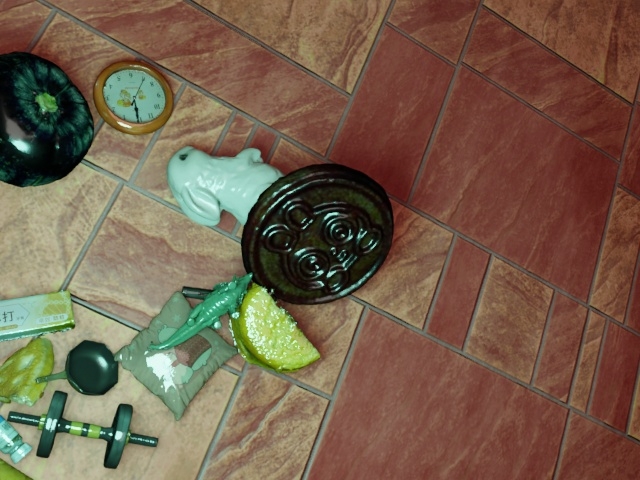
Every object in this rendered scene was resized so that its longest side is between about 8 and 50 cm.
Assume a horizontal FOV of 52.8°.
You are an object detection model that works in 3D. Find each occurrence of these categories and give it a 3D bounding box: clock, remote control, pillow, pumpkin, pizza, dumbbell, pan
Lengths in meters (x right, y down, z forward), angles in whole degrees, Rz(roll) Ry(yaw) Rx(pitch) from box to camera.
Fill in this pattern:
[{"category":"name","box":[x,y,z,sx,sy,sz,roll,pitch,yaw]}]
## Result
[{"category":"clock","box":[-0.488,-0.373,1.689,0.205,0.051,0.206,6,75,-22]},{"category":"remote control","box":[-0.310,0.136,1.657,0.090,0.016,0.034,9,79,-19]},{"category":"pillow","box":[-0.347,0.277,1.570,0.223,0.084,0.236,43,65,-6]},{"category":"pumpkin","box":[-0.687,-0.274,1.491,0.315,0.238,0.316,21,56,-36]},{"category":"pizza","box":[-0.665,0.310,1.424,0.161,0.182,0.063,-24,127,-7]},{"category":"dumbbell","box":[-0.523,0.421,1.434,0.325,0.143,0.143,16,72,-18]},{"category":"pan","box":[-0.558,0.288,1.466,0.201,0.048,0.129,26,41,-44]}]

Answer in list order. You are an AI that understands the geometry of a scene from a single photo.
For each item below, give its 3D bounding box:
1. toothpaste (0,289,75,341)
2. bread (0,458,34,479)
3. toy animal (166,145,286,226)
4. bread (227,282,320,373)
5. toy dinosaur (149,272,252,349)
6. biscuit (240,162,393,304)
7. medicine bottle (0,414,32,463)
[{"category":"toothpaste","box":[-0.724,0.183,1.456,0.312,0.071,0.089,-8,77,-23]},{"category":"bread","box":[-0.691,0.543,1.352,0.288,0.119,0.153,38,70,-8]},{"category":"toy animal","box":[-0.227,-0.120,1.674,0.356,0.194,0.258,9,84,-6]},{"category":"bread","box":[-0.133,0.244,1.626,0.147,0.160,0.261,-40,95,-20]},{"category":"toy dinosaur","box":[-0.264,0.175,1.535,0.292,0.120,0.079,-45,110,-31]},{"category":"biscuit","box":[0.000,0.000,1.631,0.406,0.408,0.091,4,33,-21]},{"category":"medicine bottle","box":[-0.716,0.405,1.413,0.191,0.051,0.051,48,66,-6]}]
